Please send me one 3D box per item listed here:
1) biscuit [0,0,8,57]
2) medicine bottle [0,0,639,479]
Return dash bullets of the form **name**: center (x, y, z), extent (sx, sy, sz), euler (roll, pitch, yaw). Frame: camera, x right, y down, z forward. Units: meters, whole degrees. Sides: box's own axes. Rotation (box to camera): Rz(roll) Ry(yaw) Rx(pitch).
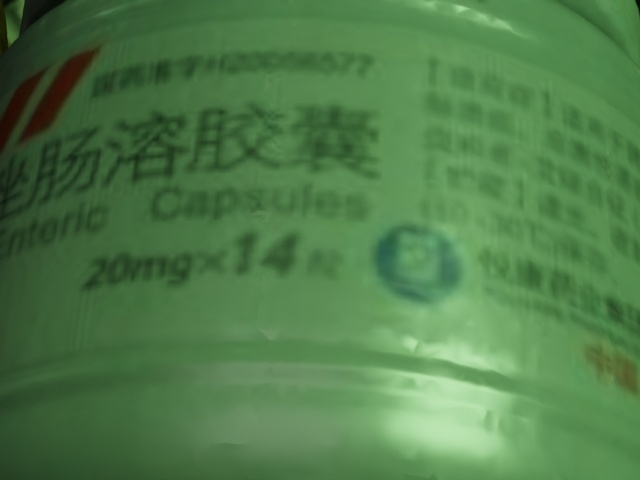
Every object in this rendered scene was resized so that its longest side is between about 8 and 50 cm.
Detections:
- **biscuit**: center (-0.267, -0.065, 0.721), extent (0.261, 0.037, 0.262), euler (-4, 60, 6)
- **medicine bottle**: center (0.000, 0.000, 0.526), extent (0.245, 0.245, 0.306), euler (-1, 57, 7)
